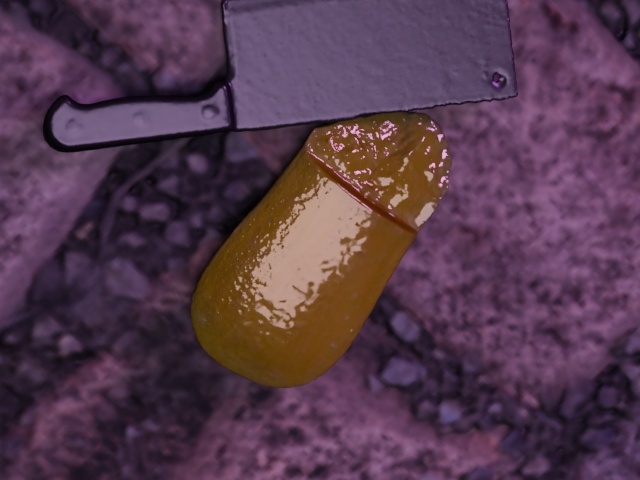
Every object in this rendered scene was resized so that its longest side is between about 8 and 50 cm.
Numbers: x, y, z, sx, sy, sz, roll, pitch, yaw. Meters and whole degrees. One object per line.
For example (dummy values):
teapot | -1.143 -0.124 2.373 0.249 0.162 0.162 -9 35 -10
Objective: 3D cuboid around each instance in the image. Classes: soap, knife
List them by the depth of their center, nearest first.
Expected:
knife | -0.021 -0.091 0.780 0.245 0.019 0.072 -9 96 -9
soap | 0.000 0.000 0.802 0.089 0.033 0.168 30 98 -17
